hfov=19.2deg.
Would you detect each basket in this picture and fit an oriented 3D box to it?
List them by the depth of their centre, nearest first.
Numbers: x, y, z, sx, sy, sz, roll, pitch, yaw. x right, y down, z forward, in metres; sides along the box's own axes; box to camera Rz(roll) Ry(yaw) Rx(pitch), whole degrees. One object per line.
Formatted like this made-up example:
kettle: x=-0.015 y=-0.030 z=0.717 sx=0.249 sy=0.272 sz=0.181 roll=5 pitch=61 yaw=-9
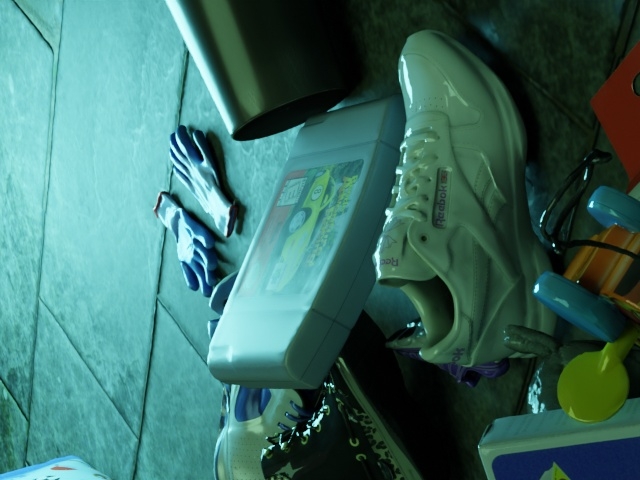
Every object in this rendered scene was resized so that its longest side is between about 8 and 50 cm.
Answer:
basket: x=-0.072 y=-0.227 z=1.899 sx=0.227 sy=0.154 sz=0.204 roll=67 pitch=163 yaw=9

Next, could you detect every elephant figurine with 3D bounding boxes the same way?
elephant figurine: x=0.243 y=0.206 z=1.538 sx=0.186 sy=0.169 sz=0.239 roll=-92 pitch=-4 yaw=-47

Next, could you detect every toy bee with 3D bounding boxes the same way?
toy bee: x=0.231 y=0.048 z=1.330 sx=0.162 sy=0.298 sz=0.195 roll=33 pitch=107 yaw=13

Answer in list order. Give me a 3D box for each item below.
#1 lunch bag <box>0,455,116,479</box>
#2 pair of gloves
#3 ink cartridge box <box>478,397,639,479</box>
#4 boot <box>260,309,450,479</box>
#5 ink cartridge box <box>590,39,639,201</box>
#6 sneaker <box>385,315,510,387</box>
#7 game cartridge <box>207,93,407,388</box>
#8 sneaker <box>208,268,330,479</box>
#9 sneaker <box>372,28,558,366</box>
lunch bag: x=-0.416 y=0.439 z=2.526 sx=0.328 sy=0.385 sz=0.239 roll=9 pitch=109 yaw=60
pair of gloves: x=-0.151 y=-0.037 z=2.239 sx=0.159 sy=0.023 sz=0.198 roll=54 pitch=144 yaw=34
ink cartridge box: x=0.302 y=0.251 z=1.384 sx=0.307 sy=0.072 sz=0.303 roll=-10 pitch=108 yaw=22
boot: x=0.002 y=0.174 z=1.875 sx=0.179 sy=0.085 sz=0.236 roll=-23 pitch=105 yaw=32
ink cartridge box: x=0.280 y=-0.055 z=1.450 sx=0.232 sy=0.066 sz=0.189 roll=61 pitch=148 yaw=18
sneaker: x=0.120 y=0.106 z=1.788 sx=0.071 sy=0.068 sz=0.170 roll=63 pitch=159 yaw=-13
game cartridge: x=0.000 y=0.000 z=1.795 sx=0.196 sy=0.060 sz=0.294 roll=-4 pitch=60 yaw=57
sneaker: x=-0.028 y=0.187 z=2.010 sx=0.182 sy=0.127 sz=0.315 roll=2 pitch=101 yaw=62
sneaker: x=0.110 y=-0.037 z=1.653 sx=0.114 sy=0.152 sz=0.305 roll=-27 pitch=76 yaw=62
